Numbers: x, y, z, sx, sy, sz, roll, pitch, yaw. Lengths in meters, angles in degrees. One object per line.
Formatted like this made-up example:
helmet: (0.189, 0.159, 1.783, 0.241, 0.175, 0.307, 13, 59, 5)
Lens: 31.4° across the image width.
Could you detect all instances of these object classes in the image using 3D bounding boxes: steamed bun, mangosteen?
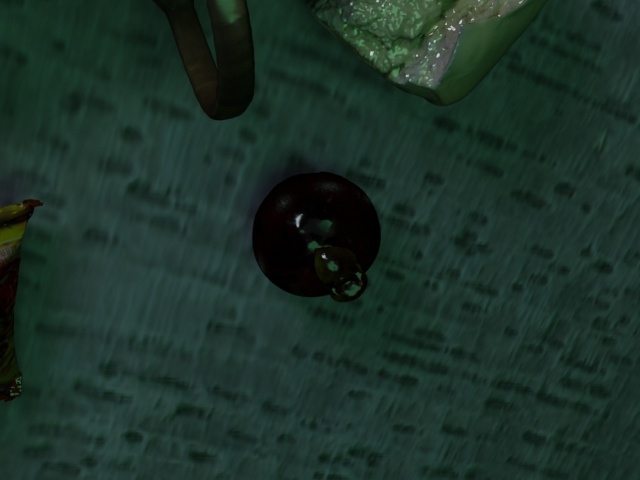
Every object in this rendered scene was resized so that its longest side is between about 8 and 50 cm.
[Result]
steamed bun: (0.132, -0.258, 1.167, 0.200, 0.170, 0.225, 37, 98, -28)
mangosteen: (0.000, 0.000, 1.266, 0.153, 0.152, 0.152, -9, 120, -17)

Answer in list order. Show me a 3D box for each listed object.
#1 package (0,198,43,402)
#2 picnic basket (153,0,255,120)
package: (-0.395, 0.076, 1.162, 0.223, 0.108, 0.288, -13, 132, -42)
picnic basket: (-0.119, -0.254, 0.969, 0.337, 0.293, 0.337, 1, 83, -11)
